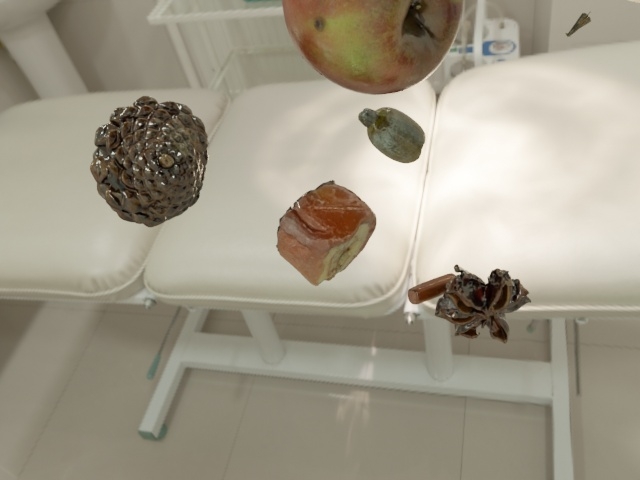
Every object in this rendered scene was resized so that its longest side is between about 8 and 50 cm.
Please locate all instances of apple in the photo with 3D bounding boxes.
[{"bbox_3d":[0.093,-0.449,1.152,0.348,0.349,0.277,-40,46,-22],"label":"apple"}]

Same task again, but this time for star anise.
[{"bbox_3d":[0.351,0.127,1.321,0.190,0.220,0.126,15,47,4],"label":"star anise"}]

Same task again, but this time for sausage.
[{"bbox_3d":[0.258,0.108,1.403,0.131,0.039,0.041,-19,12,-23],"label":"sausage"}]

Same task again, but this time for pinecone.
[{"bbox_3d":[-0.387,-0.177,1.416,0.242,0.296,0.298,24,77,-3],"label":"pinecone"}]

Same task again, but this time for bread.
[{"bbox_3d":[0.009,-0.007,1.261,0.190,0.244,0.123,-37,74,-20],"label":"bread"}]

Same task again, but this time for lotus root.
[{"bbox_3d":[0.172,-0.260,1.494,0.088,0.192,0.113,-4,62,58],"label":"lotus root"}]

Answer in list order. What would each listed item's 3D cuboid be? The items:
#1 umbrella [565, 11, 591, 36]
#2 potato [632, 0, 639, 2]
[{"bbox_3d":[0.691,-0.578,1.657,0.031,0.083,0.020,37,33,-7],"label":"umbrella"},{"bbox_3d":[0.454,-0.478,0.750,0.442,0.385,0.319,15,44,-26],"label":"potato"}]
